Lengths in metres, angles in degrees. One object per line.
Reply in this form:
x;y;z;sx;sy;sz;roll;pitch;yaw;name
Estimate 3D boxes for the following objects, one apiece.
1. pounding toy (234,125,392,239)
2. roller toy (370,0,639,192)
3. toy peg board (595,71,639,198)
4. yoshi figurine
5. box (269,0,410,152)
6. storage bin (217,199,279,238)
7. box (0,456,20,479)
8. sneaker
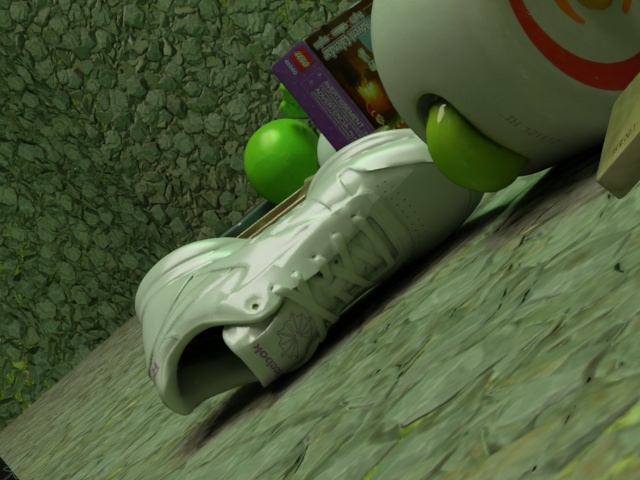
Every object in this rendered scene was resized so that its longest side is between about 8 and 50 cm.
0.005;-0.005;1.058;0.206;0.094;0.181;-37;6;9;pounding toy
0.145;-0.152;0.810;0.191;0.209;0.146;-16;-6;-31;roller toy
0.211;-0.084;0.537;0.160;0.079;0.161;-53;-2;25;toy peg board
0.003;-0.103;1.448;0.203;0.203;0.362;-46;4;-15;yoshi figurine
0.097;-0.163;1.223;0.057;0.201;0.293;-35;6;40;box
-0.070;0.001;1.565;0.098;0.091;0.135;-35;7;34;storage bin
-0.361;0.201;0.922;0.163;0.247;0.142;-35;5;33;box
-0.001;0.033;0.889;0.305;0.114;0.152;-31;34;14;sneaker
